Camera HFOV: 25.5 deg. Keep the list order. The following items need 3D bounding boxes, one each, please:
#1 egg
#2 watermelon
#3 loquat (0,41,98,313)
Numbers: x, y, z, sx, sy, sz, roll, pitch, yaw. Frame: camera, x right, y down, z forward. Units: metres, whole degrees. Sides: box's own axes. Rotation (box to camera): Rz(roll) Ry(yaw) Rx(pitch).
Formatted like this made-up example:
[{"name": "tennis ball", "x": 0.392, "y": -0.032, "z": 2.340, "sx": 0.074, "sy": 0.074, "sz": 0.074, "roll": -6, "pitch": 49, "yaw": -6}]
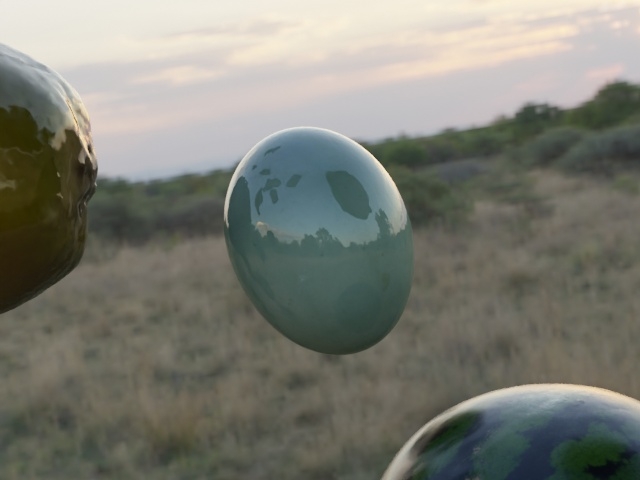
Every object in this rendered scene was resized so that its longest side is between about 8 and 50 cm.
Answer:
[{"name": "egg", "x": 0.000, "y": 0.000, "z": 1.150, "sx": 0.149, "sy": 0.192, "sz": 0.149, "roll": -21, "pitch": -15, "yaw": -6}, {"name": "watermelon", "x": 0.164, "y": 0.237, "z": 0.987, "sx": 0.285, "sy": 0.285, "sz": 0.285, "roll": -9, "pitch": 3, "yaw": 0}, {"name": "loquat", "x": -0.336, "y": -0.060, "z": 1.225, "sx": 0.284, "sy": 0.276, "sz": 0.276, "roll": 0, "pitch": 1, "yaw": -12}]
